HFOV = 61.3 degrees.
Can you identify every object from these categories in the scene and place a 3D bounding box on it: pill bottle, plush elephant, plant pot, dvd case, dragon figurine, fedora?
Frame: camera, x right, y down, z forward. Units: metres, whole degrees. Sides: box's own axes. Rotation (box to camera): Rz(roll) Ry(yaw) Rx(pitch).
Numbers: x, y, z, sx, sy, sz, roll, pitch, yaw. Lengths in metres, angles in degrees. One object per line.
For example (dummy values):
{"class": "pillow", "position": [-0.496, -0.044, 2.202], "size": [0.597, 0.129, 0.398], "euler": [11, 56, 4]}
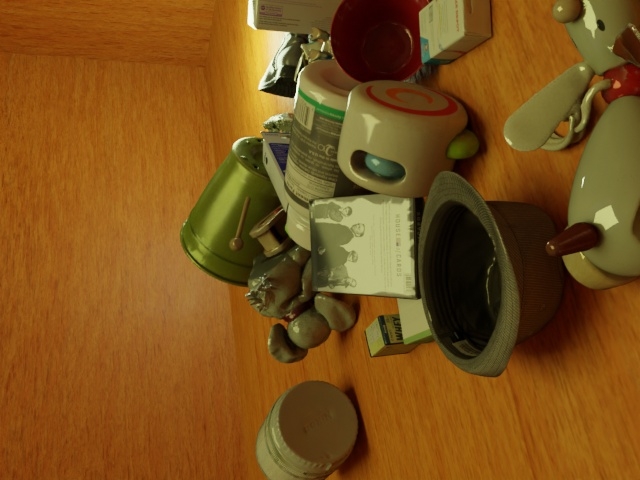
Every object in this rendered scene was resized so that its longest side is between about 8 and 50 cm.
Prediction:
{"class": "pill bottle", "position": [0.034, -0.161, 1.106], "size": [0.204, 0.204, 0.361], "euler": [-113, 26, -46]}
{"class": "plush elephant", "position": [-0.048, 0.155, 1.372], "size": [0.255, 0.272, 0.330], "euler": [56, -156, -14]}
{"class": "plant pot", "position": [-0.202, -0.110, 1.651], "size": [0.353, 0.367, 0.366], "euler": [-62, 33, 33]}
{"class": "dvd case", "position": [0.075, 0.008, 0.963], "size": [0.239, 0.030, 0.179], "euler": [0, 92, 43]}
{"class": "dragon figurine", "position": [0.074, -0.409, 1.151], "size": [0.289, 0.144, 0.085], "euler": [11, 102, 50]}
{"class": "fedora", "position": [0.226, 0.041, 0.702], "size": [0.243, 0.124, 0.275], "euler": [-119, 24, -56]}

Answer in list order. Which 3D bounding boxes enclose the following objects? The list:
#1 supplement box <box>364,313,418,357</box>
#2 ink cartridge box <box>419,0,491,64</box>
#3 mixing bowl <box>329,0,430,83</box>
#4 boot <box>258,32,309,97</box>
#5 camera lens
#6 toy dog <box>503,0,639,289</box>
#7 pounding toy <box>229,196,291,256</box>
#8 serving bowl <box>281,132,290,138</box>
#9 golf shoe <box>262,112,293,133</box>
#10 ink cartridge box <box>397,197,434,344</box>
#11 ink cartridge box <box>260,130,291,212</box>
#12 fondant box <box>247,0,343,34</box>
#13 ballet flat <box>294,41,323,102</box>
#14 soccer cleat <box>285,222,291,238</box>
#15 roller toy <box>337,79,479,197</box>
{"class": "supplement box", "position": [0.140, 0.179, 1.025], "size": [0.083, 0.083, 0.056], "euler": [119, 144, -57]}
{"class": "ink cartridge box", "position": [0.206, -0.335, 0.834], "size": [0.122, 0.052, 0.088], "euler": [174, 93, -72]}
{"class": "mixing bowl", "position": [0.115, -0.354, 0.962], "size": [0.098, 0.182, 0.181], "euler": [-13, -77, -77]}
{"class": "boot", "position": [-0.094, -0.559, 1.620], "size": [0.338, 0.118, 0.222], "euler": [-166, 84, -67]}
{"class": "camera lens", "position": [-0.040, 0.495, 1.362], "size": [0.274, 0.219, 0.219], "euler": [114, 148, -51]}
{"class": "toy dog", "position": [0.264, -0.097, 0.528], "size": [0.220, 0.161, 0.333], "euler": [115, 147, -52]}
{"class": "pounding toy", "position": [-0.126, -0.062, 1.413], "size": [0.155, 0.269, 0.154], "euler": [54, 171, -12]}
{"class": "serving bowl", "position": [-0.110, -0.324, 1.771], "size": [0.083, 0.027, 0.083], "euler": [178, 90, -70]}
{"class": "golf shoe", "position": [-0.107, -0.378, 1.704], "size": [0.176, 0.086, 0.069], "euler": [16, 150, 47]}
{"class": "ink cartridge box", "position": [0.181, 0.050, 0.938], "size": [0.171, 0.056, 0.235], "euler": [131, 135, -63]}
{"class": "ink cartridge box", "position": [-0.049, -0.183, 1.406], "size": [0.332, 0.165, 0.065], "euler": [-114, 30, -49]}
{"class": "fondant box", "position": [-0.025, -0.629, 1.181], "size": [0.096, 0.238, 0.330], "euler": [-122, 36, -57]}
{"class": "ballet flat", "position": [-0.034, -0.410, 1.466], "size": [0.086, 0.086, 0.248], "euler": [-130, 42, -60]}
{"class": "soccer cleat", "position": [0.000, 0.000, 1.262], "size": [0.060, 0.179, 0.072], "euler": [-61, 24, 26]}
{"class": "roller toy", "position": [0.125, -0.161, 0.868], "size": [0.209, 0.191, 0.146], "euler": [-117, 30, -51]}
